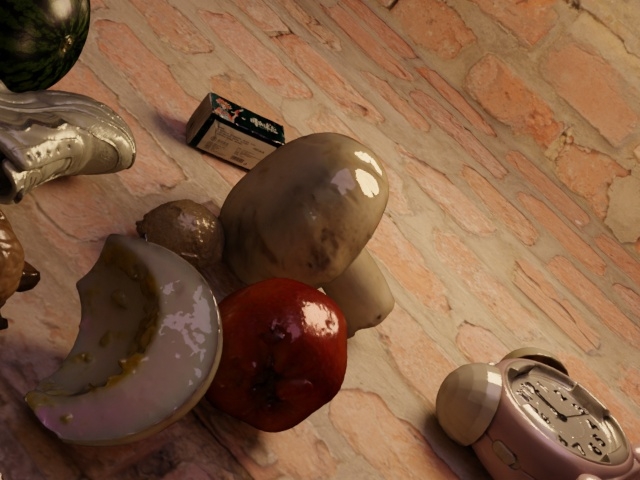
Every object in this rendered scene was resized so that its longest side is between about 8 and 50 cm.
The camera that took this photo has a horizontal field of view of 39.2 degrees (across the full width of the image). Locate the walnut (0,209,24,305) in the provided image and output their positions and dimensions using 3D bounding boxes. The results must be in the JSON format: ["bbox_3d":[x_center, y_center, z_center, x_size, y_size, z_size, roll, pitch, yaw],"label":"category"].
[{"bbox_3d":[-0.393,0.017,0.917,0.184,0.155,0.155,-9,55,-47],"label":"walnut"}]

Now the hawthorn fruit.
[{"bbox_3d":[-0.055,0.146,1.293,0.211,0.211,0.299,40,27,1],"label":"hawthorn fruit"}]

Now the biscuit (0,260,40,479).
[{"bbox_3d":[-0.452,0.114,0.976,0.268,0.115,0.366,22,33,-30],"label":"biscuit"}]

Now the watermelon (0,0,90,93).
[{"bbox_3d":[-0.503,-0.366,1.408,0.285,0.285,0.285,28,31,-19],"label":"watermelon"}]

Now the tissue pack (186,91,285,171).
[{"bbox_3d":[-0.165,-0.207,1.751,0.170,0.103,0.090,22,41,-28],"label":"tissue pack"}]

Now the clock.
[{"bbox_3d":[0.385,0.337,1.566,0.326,0.184,0.342,50,26,25],"label":"clock"}]

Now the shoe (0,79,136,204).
[{"bbox_3d":[-0.433,-0.126,1.320,0.342,0.132,0.210,14,42,-32],"label":"shoe"}]

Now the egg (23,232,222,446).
[{"bbox_3d":[-0.228,0.147,1.125,0.206,0.162,0.271,11,62,-2],"label":"egg"}]

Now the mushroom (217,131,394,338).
[{"bbox_3d":[0.000,0.000,1.531,0.336,0.314,0.314,59,22,-23],"label":"mushroom"}]

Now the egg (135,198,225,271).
[{"bbox_3d":[-0.218,-0.007,1.408,0.140,0.116,0.118,18,-2,-21],"label":"egg"}]
